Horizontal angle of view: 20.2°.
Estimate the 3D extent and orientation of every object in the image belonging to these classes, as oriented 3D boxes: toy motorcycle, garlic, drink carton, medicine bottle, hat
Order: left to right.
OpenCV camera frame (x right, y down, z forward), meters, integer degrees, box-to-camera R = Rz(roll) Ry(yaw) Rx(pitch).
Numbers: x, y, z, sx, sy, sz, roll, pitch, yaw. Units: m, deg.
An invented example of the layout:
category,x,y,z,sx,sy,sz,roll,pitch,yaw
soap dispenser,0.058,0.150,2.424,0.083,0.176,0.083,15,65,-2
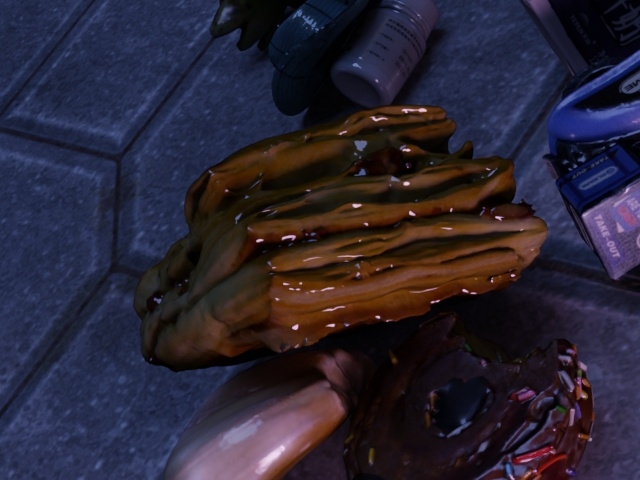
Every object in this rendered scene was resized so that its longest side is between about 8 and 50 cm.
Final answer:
category,x,y,z,sx,sy,sz,roll,pitch,yaw
garlic,-0.066,0.182,1.642,0.228,0.110,0.217,-45,-3,17
hat,-0.014,-0.229,2.021,0.138,0.078,0.191,-52,-5,-46
medicine bottle,0.074,-0.218,2.009,0.080,0.080,0.130,8,58,47
drink carton,0.312,-0.281,1.812,0.222,0.134,0.102,-36,34,6
toy motorcycle,0.367,-0.121,1.600,0.358,0.125,0.212,-31,35,1

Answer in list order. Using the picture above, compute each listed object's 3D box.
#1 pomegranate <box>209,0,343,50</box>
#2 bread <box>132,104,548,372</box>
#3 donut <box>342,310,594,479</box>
category,x,y,z,sx,sy,sz,roll,pitch,yaw
pomegranate,-0.016,-0.348,2.127,0.242,0.306,0.242,6,34,-4
bread,0.000,0.000,1.664,0.314,0.191,0.370,-15,-5,-22
donut,0.131,0.169,1.539,0.230,0.096,0.216,0,54,43
